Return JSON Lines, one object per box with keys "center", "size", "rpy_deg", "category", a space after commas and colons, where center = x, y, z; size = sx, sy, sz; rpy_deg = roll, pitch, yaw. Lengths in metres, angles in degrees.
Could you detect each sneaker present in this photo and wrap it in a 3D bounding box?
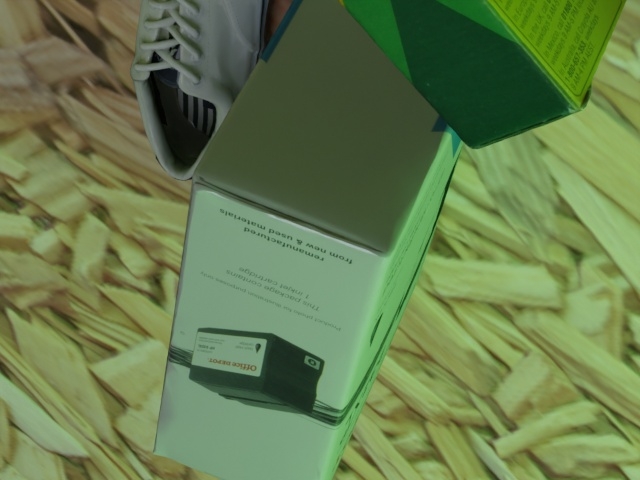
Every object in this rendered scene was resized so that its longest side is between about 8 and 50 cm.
{"center": [-0.080, -0.141, 1.237], "size": [0.094, 0.091, 0.258], "rpy_deg": [13, 141, 18], "category": "sneaker"}

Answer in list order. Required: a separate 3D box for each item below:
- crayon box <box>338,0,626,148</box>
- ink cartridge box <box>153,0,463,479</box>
{"center": [0.040, -0.229, 0.972], "size": [0.081, 0.202, 0.318], "rpy_deg": [-19, 123, 44], "category": "crayon box"}
{"center": [0.000, 0.000, 1.248], "size": [0.129, 0.223, 0.307], "rpy_deg": [22, 143, 6], "category": "ink cartridge box"}
